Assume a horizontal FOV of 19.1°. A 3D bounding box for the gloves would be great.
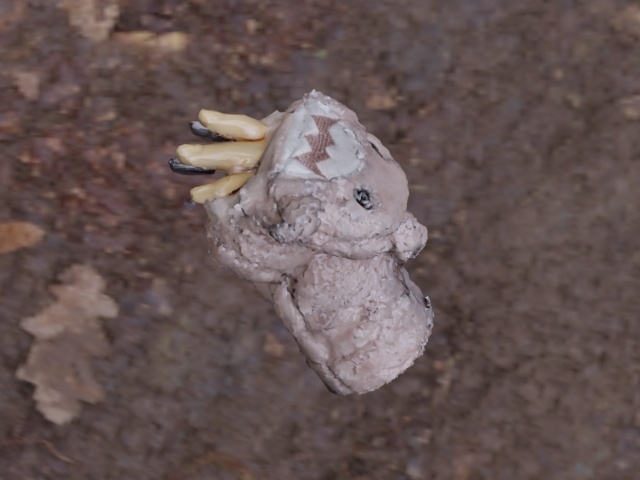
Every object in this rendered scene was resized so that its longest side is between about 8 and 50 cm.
[{"bbox_3d":[0.002,-0.001,0.880,0.094,0.110,0.144,-22,132,11],"label":"gloves"}]
